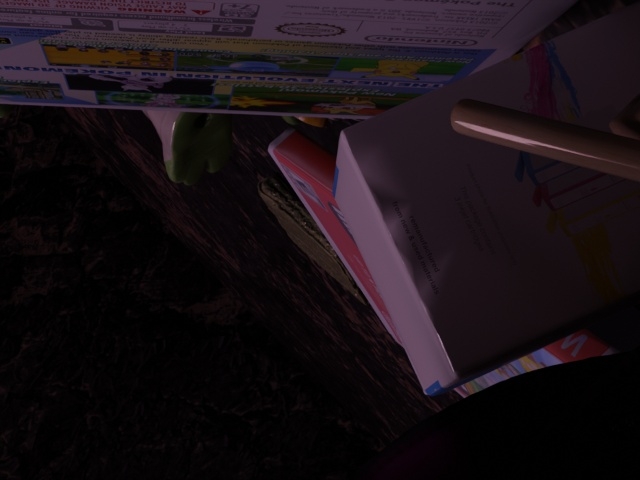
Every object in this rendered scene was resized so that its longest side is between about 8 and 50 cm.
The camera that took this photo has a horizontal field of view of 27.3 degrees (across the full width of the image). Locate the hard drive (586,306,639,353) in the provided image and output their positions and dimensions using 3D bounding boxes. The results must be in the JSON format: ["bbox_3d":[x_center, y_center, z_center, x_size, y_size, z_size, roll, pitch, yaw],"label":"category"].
[{"bbox_3d":[0.152,0.077,0.799,0.172,0.054,0.254,54,170,-32],"label":"hard drive"}]

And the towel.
[{"bbox_3d":[0.000,0.000,1.312,0.148,0.027,0.110,40,169,40],"label":"towel"}]

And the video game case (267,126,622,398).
[{"bbox_3d":[0.092,0.059,0.747,0.285,0.025,0.204,38,166,48],"label":"video game case"}]

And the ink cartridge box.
[{"bbox_3d":[0.088,-0.016,0.465,0.092,0.143,0.090,97,148,-79],"label":"ink cartridge box"}]

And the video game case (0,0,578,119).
[{"bbox_3d":[-0.081,-0.095,0.523,0.300,0.329,0.036,145,126,-81],"label":"video game case"}]

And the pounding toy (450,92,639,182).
[{"bbox_3d":[0.130,-0.016,0.338,0.141,0.100,0.130,49,171,-8],"label":"pounding toy"}]

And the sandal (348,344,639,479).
[{"bbox_3d":[0.079,0.076,0.410,0.167,0.445,0.107,-28,64,52],"label":"sandal"}]

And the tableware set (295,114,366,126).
[{"bbox_3d":[0.048,-0.047,0.721,0.154,0.024,0.104,30,-161,21],"label":"tableware set"}]

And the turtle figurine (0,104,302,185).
[{"bbox_3d":[-0.134,-0.130,0.867,0.266,0.275,0.198,40,-157,25],"label":"turtle figurine"}]
